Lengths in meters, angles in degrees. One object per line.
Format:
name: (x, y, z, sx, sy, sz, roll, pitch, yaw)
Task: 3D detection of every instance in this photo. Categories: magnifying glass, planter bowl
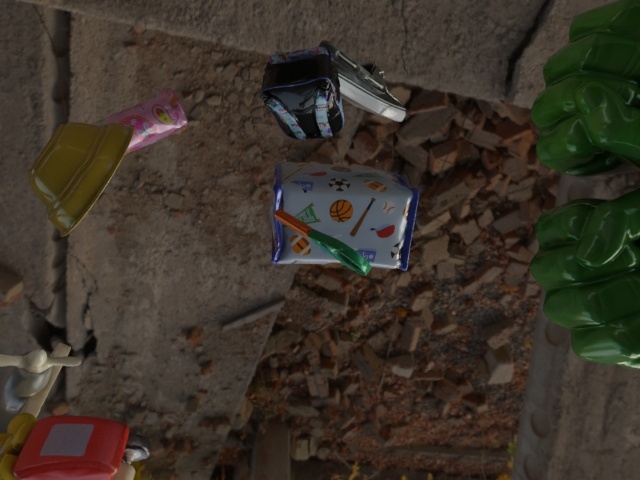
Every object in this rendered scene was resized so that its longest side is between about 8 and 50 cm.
magnifying glass: (0.000, 0.000, 0.901, 0.026, 0.231, 0.092, -52, 152, -8)
planter bowl: (-0.400, -0.122, 0.752, 0.217, 0.217, 0.090, -37, 128, 26)

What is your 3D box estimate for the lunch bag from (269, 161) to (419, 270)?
lunch bag: (0.035, -0.082, 1.185, 0.327, 0.385, 0.239, 4, 112, -8)

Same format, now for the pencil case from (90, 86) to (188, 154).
pencil case: (-0.482, -0.284, 1.186, 0.284, 0.124, 0.124, -30, 132, -15)

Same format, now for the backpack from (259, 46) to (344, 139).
backpack: (-0.027, -0.293, 0.973, 0.158, 0.117, 0.173, -6, 153, 15)

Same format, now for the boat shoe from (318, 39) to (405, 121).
boat shoe: (0.119, -0.415, 1.233, 0.335, 0.121, 0.119, 14, 104, -39)

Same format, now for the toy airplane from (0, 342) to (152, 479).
toy airplane: (-0.471, 0.342, 0.651, 0.384, 0.386, 0.272, -51, 125, -19)

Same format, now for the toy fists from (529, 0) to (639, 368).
toy fists: (0.239, -0.043, 0.353, 0.142, 0.096, 0.279, 0, 91, 11)
